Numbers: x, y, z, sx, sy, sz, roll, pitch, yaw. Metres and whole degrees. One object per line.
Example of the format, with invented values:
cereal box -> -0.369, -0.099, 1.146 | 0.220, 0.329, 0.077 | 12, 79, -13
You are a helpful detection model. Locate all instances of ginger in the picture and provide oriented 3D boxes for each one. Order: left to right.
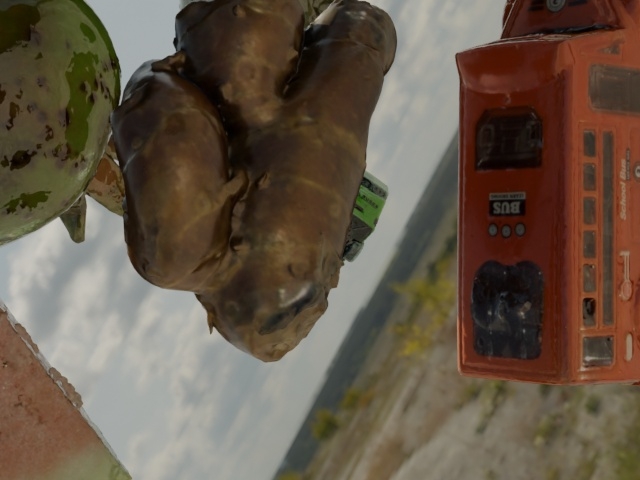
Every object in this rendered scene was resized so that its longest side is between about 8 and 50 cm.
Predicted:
ginger -> -0.032, -0.040, 0.537 | 0.073, 0.103, 0.162 | -29, 37, 53

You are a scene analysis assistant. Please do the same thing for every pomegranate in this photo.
pomegranate -> -0.250, -0.072, 1.000 | 0.231, 0.231, 0.286 | -60, -23, -29

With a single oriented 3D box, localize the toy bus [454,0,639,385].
toy bus -> 0.183, -0.057, 1.047 | 0.153, 0.143, 0.329 | 2, -91, -43

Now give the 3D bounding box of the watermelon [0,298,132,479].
watermelon -> -0.254, 0.061, 0.716 | 0.193, 0.310, 0.231 | 123, 146, -78

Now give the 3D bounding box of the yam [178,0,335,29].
yam -> -0.052, -0.239, 1.232 | 0.168, 0.168, 0.304 | -54, -37, -70

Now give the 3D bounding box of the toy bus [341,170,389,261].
toy bus -> 0.000, 0.000, 0.691 | 0.083, 0.031, 0.037 | -46, 14, 48
